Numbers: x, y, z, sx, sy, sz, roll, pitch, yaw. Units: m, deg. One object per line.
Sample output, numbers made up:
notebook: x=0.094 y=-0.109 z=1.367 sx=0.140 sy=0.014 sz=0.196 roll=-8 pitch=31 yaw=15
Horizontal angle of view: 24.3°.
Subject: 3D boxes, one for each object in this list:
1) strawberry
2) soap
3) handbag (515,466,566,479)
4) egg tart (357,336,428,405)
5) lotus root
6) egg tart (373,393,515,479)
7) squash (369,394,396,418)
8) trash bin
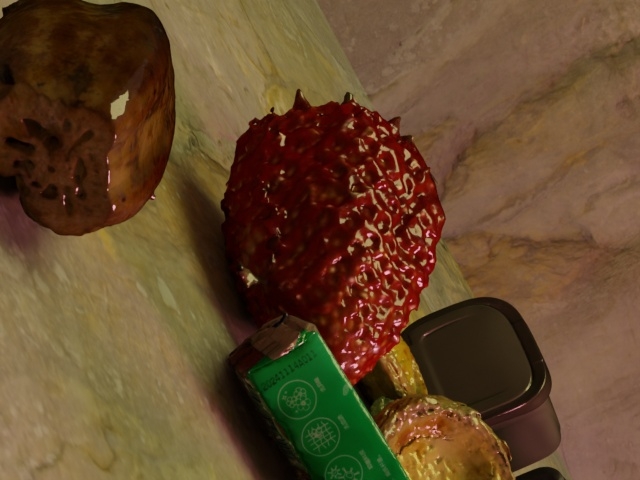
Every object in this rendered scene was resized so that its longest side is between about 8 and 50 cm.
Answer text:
strawberry: x=-0.002 y=-0.001 z=1.711 sx=0.292 sy=0.292 sz=0.343 roll=56 pitch=24 yaw=-22
soap: x=0.010 y=0.208 z=1.504 sx=0.273 sy=0.098 sz=0.218 roll=58 pitch=-5 yaw=-7
handbag: x=0.336 y=0.473 z=2.192 sx=0.254 sy=0.181 sz=0.181 roll=67 pitch=5 yaw=35
egg tart: x=0.091 y=0.181 z=2.084 sx=0.191 sy=0.074 sz=0.191 roll=58 pitch=10 yaw=-17
lotus root: x=-0.213 y=-0.121 z=1.265 sx=0.193 sy=0.193 sz=0.291 roll=57 pitch=14 yaw=-20
egg tart: x=0.127 y=0.284 z=1.746 sx=0.213 sy=0.212 sz=0.090 roll=61 pitch=-21 yaw=3
squash: x=0.158 y=0.297 z=2.029 sx=0.379 sy=0.101 sz=0.101 roll=48 pitch=17 yaw=-50
trash bin: x=0.265 y=0.250 z=2.386 sx=0.250 sy=0.219 sz=0.220 roll=58 pitch=11 yaw=-51
